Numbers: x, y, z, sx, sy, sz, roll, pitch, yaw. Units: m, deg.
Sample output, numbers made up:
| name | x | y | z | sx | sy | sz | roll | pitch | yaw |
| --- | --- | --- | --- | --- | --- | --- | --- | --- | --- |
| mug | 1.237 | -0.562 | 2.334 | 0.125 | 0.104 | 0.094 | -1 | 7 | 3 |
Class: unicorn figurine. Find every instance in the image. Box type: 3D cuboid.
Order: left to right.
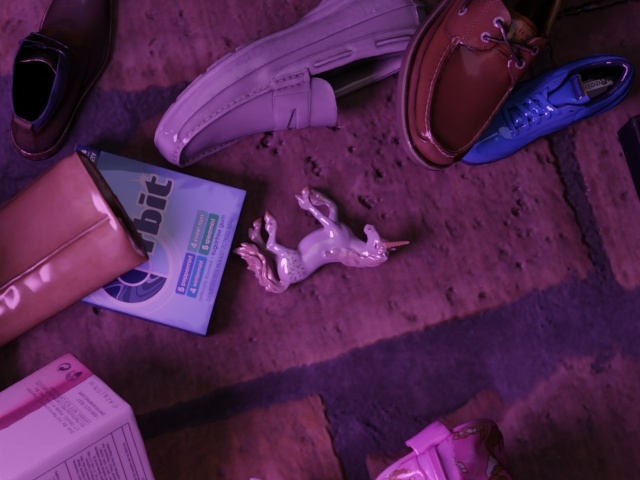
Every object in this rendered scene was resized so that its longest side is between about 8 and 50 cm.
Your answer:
| name | x | y | z | sx | sy | sz | roll | pitch | yaw |
| --- | --- | --- | --- | --- | --- | --- | --- | --- | --- |
| unicorn figurine | 0.000 | 0.000 | 1.914 | 0.162 | 0.060 | 0.111 | -34 | 84 | 8 |

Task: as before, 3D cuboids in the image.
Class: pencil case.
| name | x | y | z | sx | sy | sz | roll | pitch | yaw |
| --- | --- | --- | --- | --- | --- | --- | --- | --- | --- |
| pencil case | 0.185 | 0.361 | 1.754 | 0.160 | 0.167 | 0.386 | -6 | 57 | -37 |

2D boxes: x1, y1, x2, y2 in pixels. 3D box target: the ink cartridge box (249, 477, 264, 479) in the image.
| name | x | y | z | sx | sy | sz | roll | pitch | yaw |
| --- | --- | --- | --- | --- | --- | --- | --- | --- | --- |
| ink cartridge box | -0.063 | 0.417 | 1.804 | 0.165 | 0.065 | 0.333 | 31 | 77 | -23 |

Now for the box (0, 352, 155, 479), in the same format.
| name | x | y | z | sx | sy | sz | roll | pitch | yaw |
| --- | --- | --- | --- | --- | --- | --- | --- | --- | --- |
| box | -0.288 | 0.240 | 1.759 | 0.232 | 0.149 | 0.127 | -30 | 40 | -23 |

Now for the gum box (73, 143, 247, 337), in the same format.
| name | x | y | z | sx | sy | sz | roll | pitch | yaw |
| --- | --- | --- | --- | --- | --- | --- | --- | --- | --- |
| gum box | -0.185 | 0.001 | 1.906 | 0.184 | 0.041 | 0.157 | 15 | 81 | -1 |

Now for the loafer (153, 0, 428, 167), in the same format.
| name | x | y | z | sx | sy | sz | roll | pitch | yaw |
| --- | --- | --- | --- | --- | --- | --- | --- | --- | --- |
| loafer | -0.023 | -0.162 | 1.907 | 0.319 | 0.112 | 0.111 | -33 | 75 | -8 |

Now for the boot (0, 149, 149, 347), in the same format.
| name | x | y | z | sx | sy | sz | roll | pitch | yaw |
| --- | --- | --- | --- | --- | --- | --- | --- | --- | --- |
| boot | -0.288 | 0.079 | 1.832 | 0.269 | 0.089 | 0.236 | -33 | 90 | 3 |

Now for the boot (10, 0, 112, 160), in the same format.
| name | x | y | z | sx | sy | sz | roll | pitch | yaw |
| --- | --- | --- | --- | --- | --- | --- | --- | --- | --- |
| boot | -0.266 | -0.194 | 1.901 | 0.082 | 0.106 | 0.219 | 16 | 80 | -1 |

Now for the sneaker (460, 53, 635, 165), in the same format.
| name | x | y | z | sx | sy | sz | roll | pitch | yaw |
| --- | --- | --- | --- | --- | --- | --- | --- | --- | --- |
| sneaker | 0.233 | -0.144 | 1.933 | 0.209 | 0.082 | 0.069 | -23 | 85 | -5 |

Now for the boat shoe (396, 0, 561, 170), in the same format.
| name | x | y | z | sx | sy | sz | roll | pitch | yaw |
| --- | --- | --- | --- | --- | --- | --- | --- | --- | --- |
| boat shoe | 0.174 | -0.214 | 1.889 | 0.110 | 0.104 | 0.307 | 34 | 67 | -28 |

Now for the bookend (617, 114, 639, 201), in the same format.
| name | x | y | z | sx | sy | sz | roll | pitch | yaw |
| --- | --- | --- | --- | --- | --- | --- | --- | --- | --- |
| bookend | 0.414 | -0.070 | 1.934 | 0.156 | 0.072 | 0.157 | -15 | 82 | -6 |
